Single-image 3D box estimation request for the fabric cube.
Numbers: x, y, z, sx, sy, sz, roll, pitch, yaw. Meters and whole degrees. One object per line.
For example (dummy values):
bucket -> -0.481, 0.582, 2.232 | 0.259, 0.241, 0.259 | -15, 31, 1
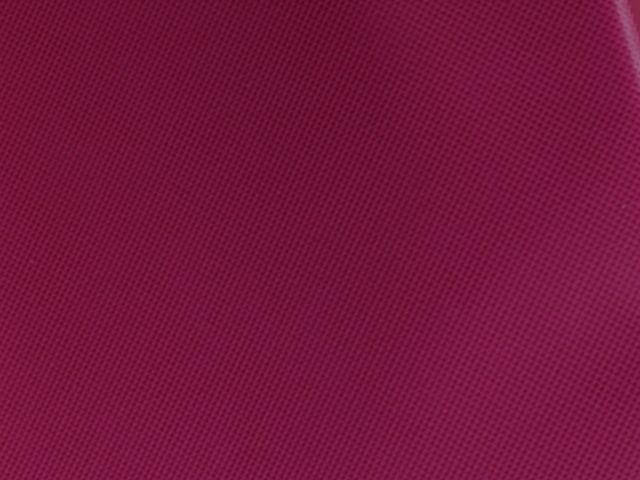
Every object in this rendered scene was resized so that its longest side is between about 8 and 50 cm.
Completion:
fabric cube -> 0.000, 0.000, 0.564 | 0.259, 0.254, 0.258 | 2, 71, -73
